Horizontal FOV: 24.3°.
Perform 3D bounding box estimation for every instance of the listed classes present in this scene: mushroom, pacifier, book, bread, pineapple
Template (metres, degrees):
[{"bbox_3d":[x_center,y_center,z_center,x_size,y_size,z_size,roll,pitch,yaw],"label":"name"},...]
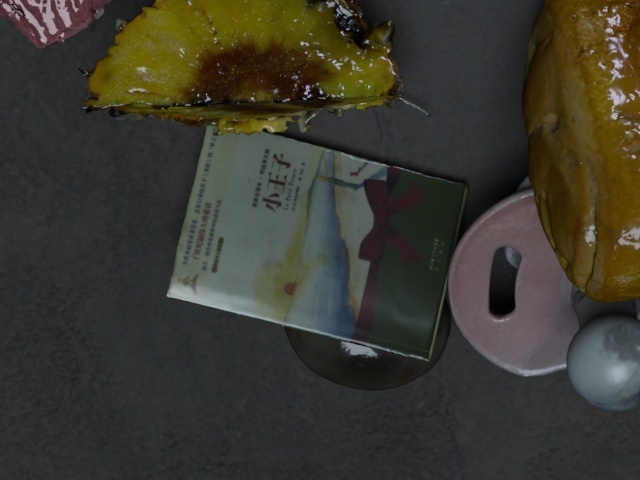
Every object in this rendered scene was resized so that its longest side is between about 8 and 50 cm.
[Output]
[{"bbox_3d":[0.052,0.102,1.632,0.188,0.117,0.141,4,128,-3],"label":"mushroom"},{"bbox_3d":[0.297,0.061,1.532,0.332,0.273,0.220,5,157,3],"label":"pacifier"},{"bbox_3d":[0.000,0.000,1.571,0.289,0.026,0.201,13,84,-4],"label":"book"},{"bbox_3d":[0.357,-0.123,1.384,0.337,0.148,0.328,-8,71,6],"label":"bread"},{"bbox_3d":[-0.064,-0.191,1.494,0.334,0.158,0.161,-7,77,3],"label":"pineapple"}]

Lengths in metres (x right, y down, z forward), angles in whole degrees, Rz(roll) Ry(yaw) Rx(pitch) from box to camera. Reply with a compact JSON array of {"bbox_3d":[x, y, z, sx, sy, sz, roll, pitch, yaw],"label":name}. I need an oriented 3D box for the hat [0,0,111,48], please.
[{"bbox_3d":[-0.285,-0.351,1.429,0.286,0.107,0.237,41,84,-16],"label":"hat"}]
